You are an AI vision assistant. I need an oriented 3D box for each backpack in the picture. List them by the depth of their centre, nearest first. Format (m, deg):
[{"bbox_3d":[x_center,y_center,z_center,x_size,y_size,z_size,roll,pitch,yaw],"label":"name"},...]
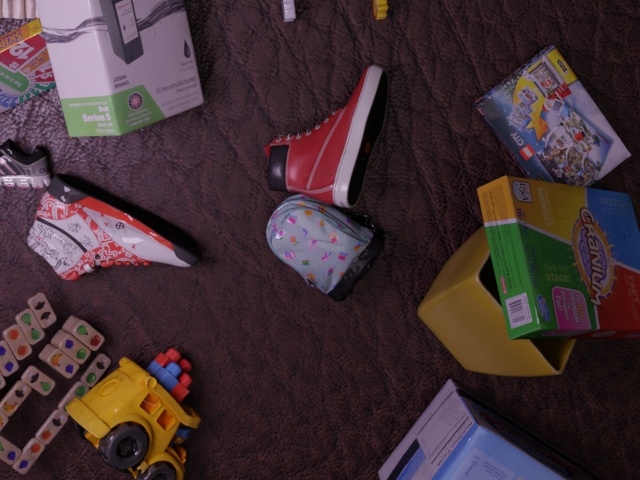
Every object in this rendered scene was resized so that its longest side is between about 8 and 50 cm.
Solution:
[{"bbox_3d":[0.000,0.000,1.644,0.182,0.115,0.152,35,99,-8],"label":"backpack"}]

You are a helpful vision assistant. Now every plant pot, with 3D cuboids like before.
[{"bbox_3d":[0.287,0.097,1.632,0.212,0.212,0.187,49,138,-13],"label":"plant pot"}]

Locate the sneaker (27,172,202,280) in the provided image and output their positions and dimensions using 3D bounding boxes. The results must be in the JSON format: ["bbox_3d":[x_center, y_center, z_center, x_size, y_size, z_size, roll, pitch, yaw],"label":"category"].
[{"bbox_3d":[-0.339,0.013,1.630,0.270,0.090,0.145,28,103,-11],"label":"sneaker"}]

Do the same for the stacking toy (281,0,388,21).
[{"bbox_3d":[0.015,-0.456,1.586,0.167,0.052,0.221,-6,100,-6],"label":"stacking toy"}]

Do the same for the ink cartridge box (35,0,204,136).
[{"bbox_3d":[-0.299,-0.310,1.487,0.114,0.198,0.273,4,113,34],"label":"ink cartridge box"}]

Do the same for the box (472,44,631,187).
[{"bbox_3d":[0.386,-0.186,1.677,0.159,0.044,0.233,-38,103,3],"label":"box"}]

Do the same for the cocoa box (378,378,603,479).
[{"bbox_3d":[0.312,0.444,1.707,0.347,0.228,0.231,34,97,-11],"label":"cocoa box"}]

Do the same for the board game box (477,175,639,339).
[{"bbox_3d":[0.397,0.033,1.578,0.316,0.064,0.242,4,69,-39],"label":"board game box"}]

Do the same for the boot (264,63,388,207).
[{"bbox_3d":[0.004,-0.184,1.626,0.176,0.088,0.244,14,76,23],"label":"boot"}]

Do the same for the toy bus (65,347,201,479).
[{"bbox_3d":[-0.277,0.295,1.669,0.211,0.149,0.220,-47,123,-18],"label":"toy bus"}]

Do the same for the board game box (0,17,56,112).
[{"bbox_3d":[-0.518,-0.241,1.545,0.259,0.124,0.039,-24,64,1],"label":"board game box"}]

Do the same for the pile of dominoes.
[{"bbox_3d":[-0.456,0.232,1.609,0.251,0.040,0.196,-54,129,-17],"label":"pile of dominoes"}]

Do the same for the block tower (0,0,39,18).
[{"bbox_3d":[-0.530,-0.382,1.526,0.335,0.097,0.091,-1,102,-7],"label":"block tower"}]

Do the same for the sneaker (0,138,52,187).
[{"bbox_3d":[-0.513,-0.126,1.596,0.170,0.063,0.075,3,102,-11],"label":"sneaker"}]
